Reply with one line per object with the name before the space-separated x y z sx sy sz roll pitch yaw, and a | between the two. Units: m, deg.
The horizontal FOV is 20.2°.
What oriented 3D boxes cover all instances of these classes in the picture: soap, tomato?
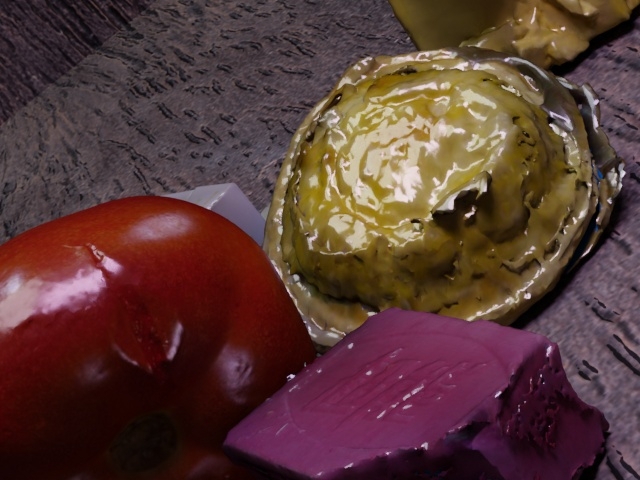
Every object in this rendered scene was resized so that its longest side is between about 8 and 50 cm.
soap | 0.065 0.124 1.085 0.162 0.099 0.250 -37 17 -20
tomato | -0.155 0.101 1.245 0.298 0.298 0.226 -41 39 -8

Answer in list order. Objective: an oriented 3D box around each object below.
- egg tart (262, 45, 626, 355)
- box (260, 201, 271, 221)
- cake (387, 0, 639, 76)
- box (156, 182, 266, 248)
egg tart | 0.078 -0.043 1.300 0.291 0.107 0.290 -13 52 17
box | -0.001 -0.059 1.763 0.090 0.024 0.167 -21 24 42
cake | 0.164 -0.276 1.641 0.222 0.227 0.286 -19 26 44
box | -0.103 0.036 1.524 0.067 0.155 0.243 -49 22 -25
